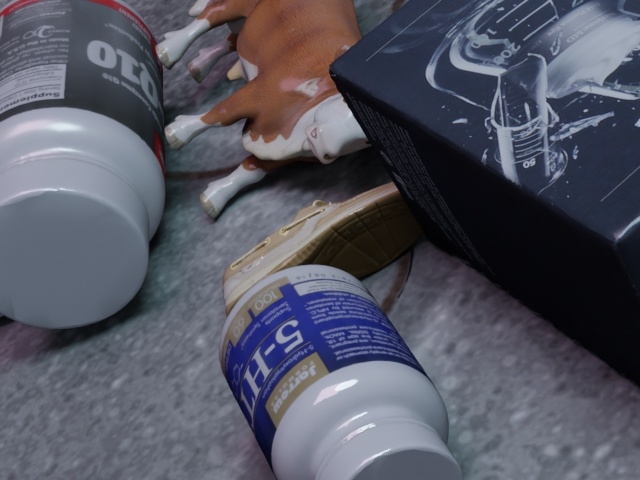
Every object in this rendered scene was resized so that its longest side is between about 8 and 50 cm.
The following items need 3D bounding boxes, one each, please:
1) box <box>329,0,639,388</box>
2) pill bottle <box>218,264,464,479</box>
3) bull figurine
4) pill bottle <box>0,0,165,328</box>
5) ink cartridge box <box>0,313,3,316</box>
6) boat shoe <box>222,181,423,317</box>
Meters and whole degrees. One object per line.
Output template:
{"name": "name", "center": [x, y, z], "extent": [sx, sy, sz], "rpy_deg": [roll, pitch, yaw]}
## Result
{"name": "box", "center": [0.241, -0.103, 1.065], "extent": [0.343, 0.179, 0.312], "rpy_deg": [-40, 38, -10]}
{"name": "pill bottle", "center": [0.014, 0.106, 1.046], "extent": [0.112, 0.112, 0.187], "rpy_deg": [-33, 35, -1]}
{"name": "bull figurine", "center": [-0.029, -0.128, 1.362], "extent": [0.188, 0.101, 0.310], "rpy_deg": [-25, 37, 14]}
{"name": "pill bottle", "center": [-0.205, -0.070, 1.376], "extent": [0.161, 0.161, 0.283], "rpy_deg": [-24, 37, 12]}
{"name": "ink cartridge box", "center": [-0.352, 0.018, 1.480], "extent": [0.224, 0.045, 0.223], "rpy_deg": [-21, 36, 17]}
{"name": "boat shoe", "center": [0.000, 0.000, 1.223], "extent": [0.170, 0.063, 0.059], "rpy_deg": [-31, 41, 4]}
